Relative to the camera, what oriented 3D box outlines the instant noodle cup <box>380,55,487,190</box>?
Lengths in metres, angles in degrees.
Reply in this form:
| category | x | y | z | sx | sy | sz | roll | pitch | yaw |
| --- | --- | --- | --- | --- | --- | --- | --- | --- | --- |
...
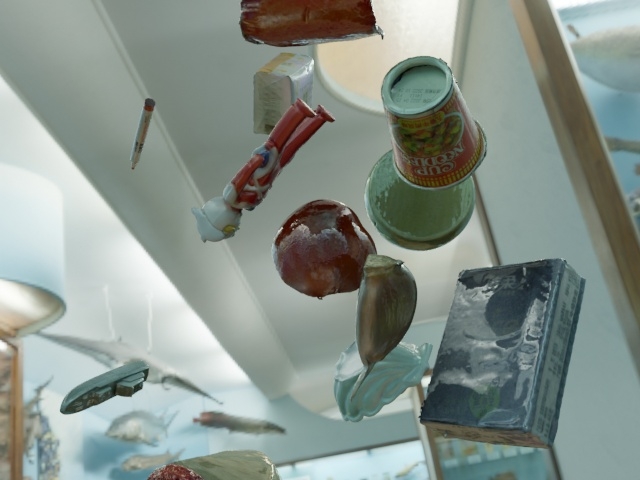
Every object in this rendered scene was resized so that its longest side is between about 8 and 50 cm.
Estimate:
| category | x | y | z | sx | sy | sz | roll | pitch | yaw |
| --- | --- | --- | --- | --- | --- | --- | --- | --- | --- |
| instant noodle cup | 0.200 | -0.226 | 1.339 | 0.193 | 0.193 | 0.212 | -16 | -32 | 13 |

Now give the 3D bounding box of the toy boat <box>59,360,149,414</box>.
| category | x | y | z | sx | sy | sz | roll | pitch | yaw |
| --- | --- | --- | --- | --- | --- | --- | --- | --- | --- |
| toy boat | -0.556 | 0.389 | 1.882 | 0.260 | 0.085 | 0.078 | -20 | -41 | -46 |

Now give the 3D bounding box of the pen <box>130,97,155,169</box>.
| category | x | y | z | sx | sy | sz | roll | pitch | yaw |
| --- | --- | --- | --- | --- | --- | --- | --- | --- | --- |
| pen | -0.402 | -0.231 | 1.625 | 0.026 | 0.026 | 0.218 | 2 | -37 | -26 |

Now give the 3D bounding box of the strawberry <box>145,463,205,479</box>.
| category | x | y | z | sx | sy | sz | roll | pitch | yaw |
| --- | --- | --- | --- | --- | --- | --- | --- | --- | --- |
| strawberry | -0.267 | 0.489 | 1.294 | 0.121 | 0.188 | 0.082 | -14 | -39 | 9 |

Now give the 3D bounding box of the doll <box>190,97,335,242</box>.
| category | x | y | z | sx | sy | sz | roll | pitch | yaw |
| --- | --- | --- | --- | --- | --- | --- | --- | --- | --- |
| doll | -0.131 | -0.134 | 1.508 | 0.384 | 0.099 | 0.188 | -45 | -10 | 19 |

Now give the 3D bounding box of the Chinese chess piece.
| category | x | y | z | sx | sy | sz | roll | pitch | yaw |
| --- | --- | --- | --- | --- | --- | --- | --- | --- | --- |
| Chinese chess piece | 0.224 | -0.100 | 1.642 | 0.250 | 0.250 | 0.101 | -11 | -13 | 2 |

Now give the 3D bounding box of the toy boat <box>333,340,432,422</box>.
| category | x | y | z | sx | sy | sz | roll | pitch | yaw |
| --- | --- | --- | --- | --- | --- | --- | --- | --- | --- |
| toy boat | 0.110 | 0.278 | 1.552 | 0.100 | 0.199 | 0.290 | 40 | -41 | -20 |

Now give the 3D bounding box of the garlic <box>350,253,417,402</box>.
| category | x | y | z | sx | sy | sz | roll | pitch | yaw |
| --- | --- | --- | --- | --- | --- | --- | --- | --- | --- |
| garlic | 0.106 | 0.147 | 1.302 | 0.148 | 0.267 | 0.128 | -6 | 13 | -28 |

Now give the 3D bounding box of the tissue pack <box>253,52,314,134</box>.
| category | x | y | z | sx | sy | sz | roll | pitch | yaw |
| --- | --- | --- | --- | --- | --- | --- | --- | --- | --- |
| tissue pack | -0.102 | -0.416 | 2.069 | 0.124 | 0.225 | 0.185 | 11 | -61 | 11 |

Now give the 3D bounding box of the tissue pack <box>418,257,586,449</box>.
| category | x | y | z | sx | sy | sz | roll | pitch | yaw |
| --- | --- | --- | --- | --- | --- | --- | --- | --- | --- |
| tissue pack | 0.397 | 0.241 | 1.584 | 0.124 | 0.394 | 0.288 | 38 | -30 | -31 |

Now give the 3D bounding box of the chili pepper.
| category | x | y | z | sx | sy | sz | roll | pitch | yaw |
| --- | --- | --- | --- | --- | --- | --- | --- | --- | --- |
| chili pepper | -0.017 | -0.558 | 1.650 | 0.305 | 0.229 | 0.251 | -1 | 19 | 14 |

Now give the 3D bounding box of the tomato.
| category | x | y | z | sx | sy | sz | roll | pitch | yaw |
| --- | --- | --- | --- | --- | --- | --- | --- | --- | --- |
| tomato | 0.000 | 0.000 | 1.422 | 0.199 | 0.228 | 0.112 | -35 | -35 | -23 |

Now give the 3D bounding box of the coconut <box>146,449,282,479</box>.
| category | x | y | z | sx | sy | sz | roll | pitch | yaw |
| --- | --- | --- | --- | --- | --- | --- | --- | --- | --- |
| coconut | -0.220 | 0.611 | 1.483 | 0.344 | 0.415 | 0.415 | -19 | -25 | 25 |
